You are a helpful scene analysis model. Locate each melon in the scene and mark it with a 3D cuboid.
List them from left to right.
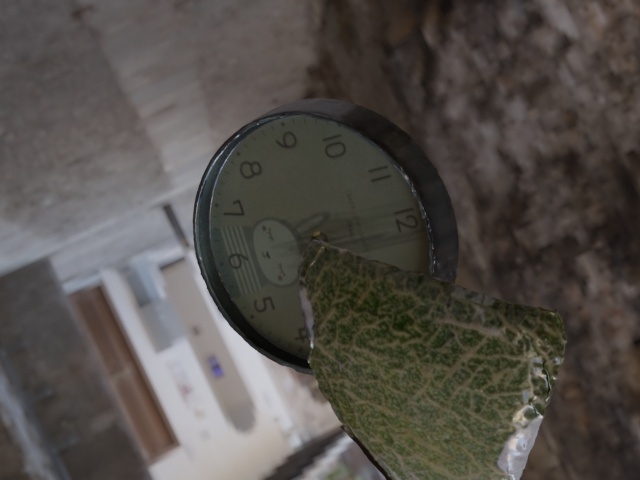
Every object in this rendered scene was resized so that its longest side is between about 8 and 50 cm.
[{"bbox_3d":[0.080,0.066,0.891,0.139,0.202,0.093,-30,-173,36],"label":"melon"}]

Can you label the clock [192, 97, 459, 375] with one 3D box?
[{"bbox_3d":[0.000,0.000,1.207,0.215,0.215,0.042,-26,-179,32],"label":"clock"}]
